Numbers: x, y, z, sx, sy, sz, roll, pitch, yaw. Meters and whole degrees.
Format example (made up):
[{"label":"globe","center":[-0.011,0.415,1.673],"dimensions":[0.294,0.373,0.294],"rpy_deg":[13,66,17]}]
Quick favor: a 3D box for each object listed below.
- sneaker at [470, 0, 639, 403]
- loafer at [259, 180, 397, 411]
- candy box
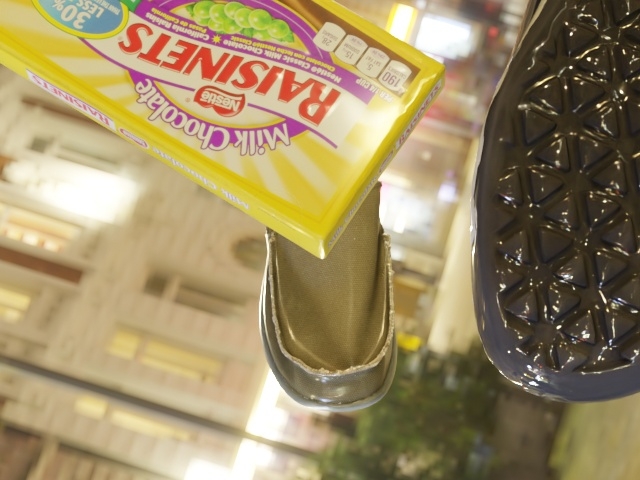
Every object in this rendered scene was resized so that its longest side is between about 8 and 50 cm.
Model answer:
[{"label":"sneaker","center":[0.099,-0.056,0.530],"dimensions":[0.097,0.084,0.235],"rpy_deg":[86,-161,-69]},{"label":"loafer","center":[0.000,0.000,1.205],"dimensions":[0.087,0.094,0.251],"rpy_deg":[87,176,-53]},{"label":"candy box","center":[-0.056,-0.087,0.817],"dimensions":[0.105,0.206,0.027],"rpy_deg":[-56,-12,-14]}]
